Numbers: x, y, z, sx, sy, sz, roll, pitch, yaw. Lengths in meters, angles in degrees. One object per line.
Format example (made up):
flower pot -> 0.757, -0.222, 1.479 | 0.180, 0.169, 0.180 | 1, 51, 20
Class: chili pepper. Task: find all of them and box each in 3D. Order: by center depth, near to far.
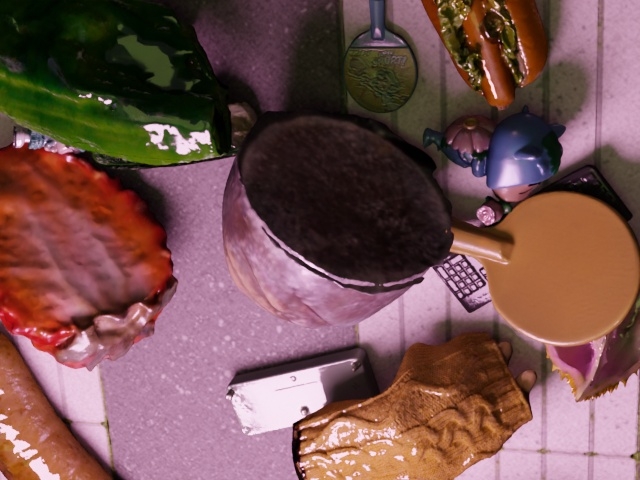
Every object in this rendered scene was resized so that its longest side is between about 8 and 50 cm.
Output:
chili pepper -> -0.286, -0.220, 1.750 | 0.385, 0.167, 0.213 | 16, 93, 14

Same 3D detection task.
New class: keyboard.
keyboard -> 0.318, -0.026, 1.779 | 0.381, 0.041, 0.103 | -36, 100, 24

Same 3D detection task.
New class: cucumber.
cucumber -> -0.205, -0.135, 1.841 | 0.241, 0.074, 0.074 | -9, 110, 19

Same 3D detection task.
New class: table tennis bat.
table tennis bat -> 0.262, 0.020, 1.753 | 0.321, 0.050, 0.198 | 18, 93, 28
table tennis bat -> 0.077, -0.240, 1.761 | 0.100, 0.019, 0.155 | 3, 115, 13

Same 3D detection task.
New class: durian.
durian -> 0.374, 0.109, 1.774 | 0.165, 0.132, 0.182 | -15, 88, 2

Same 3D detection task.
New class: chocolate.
chocolate -> 0.000, 0.000, 1.751 | 0.303, 0.303, 0.213 | 32, 135, -1

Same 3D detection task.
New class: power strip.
power strip -> -0.017, 0.248, 1.962 | 0.215, 0.061, 0.145 | -15, 107, 19

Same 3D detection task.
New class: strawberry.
strawberry -> -0.360, 0.019, 1.890 | 0.336, 0.265, 0.149 | 55, 157, 11

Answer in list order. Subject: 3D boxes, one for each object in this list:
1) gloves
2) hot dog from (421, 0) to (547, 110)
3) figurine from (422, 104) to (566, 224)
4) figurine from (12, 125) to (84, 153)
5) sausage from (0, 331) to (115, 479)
gloves -> 0.135, 0.259, 1.856 | 0.356, 0.155, 0.203 | -27, 128, 0
hot dog -> 0.184, -0.318, 1.658 | 0.135, 0.100, 0.337 | -18, 107, 18
figurine -> 0.224, -0.099, 1.734 | 0.178, 0.114, 0.144 | 13, 111, 27
figurine -> -0.370, -0.143, 1.857 | 0.106, 0.060, 0.047 | 1, 101, -14
sausage -> -0.413, 0.340, 2.063 | 0.136, 0.123, 0.501 | -37, 101, -6
